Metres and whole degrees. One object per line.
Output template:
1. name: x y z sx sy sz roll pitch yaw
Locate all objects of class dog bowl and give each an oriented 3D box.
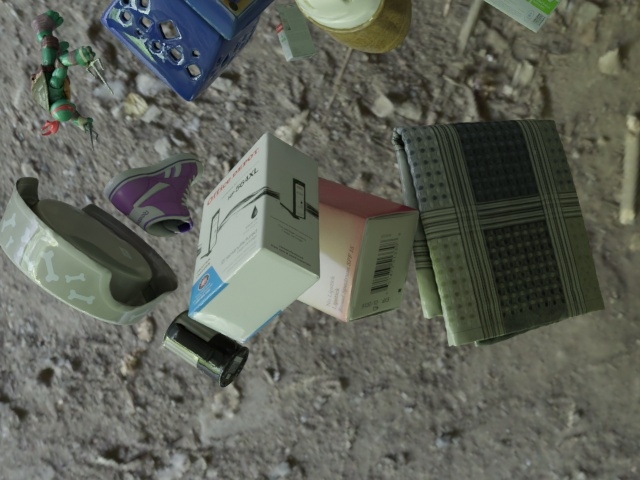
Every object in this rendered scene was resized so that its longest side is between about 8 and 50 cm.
1. dog bowl: -0.434 0.026 1.547 0.349 0.349 0.102 33 98 -35

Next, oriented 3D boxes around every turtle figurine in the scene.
1. turtle figurine: -0.449 -0.279 1.465 0.118 0.234 0.175 -8 149 -31

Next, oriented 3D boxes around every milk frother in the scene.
1. milk frother: -0.188 0.160 1.484 0.143 0.135 0.129 -52 161 -21

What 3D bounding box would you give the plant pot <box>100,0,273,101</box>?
1. plant pot: -0.233 -0.449 1.585 0.236 0.212 0.236 43 45 -10

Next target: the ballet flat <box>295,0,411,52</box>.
1. ballet flat: -0.003 -0.288 0.734 0.116 0.124 0.342 -7 132 17

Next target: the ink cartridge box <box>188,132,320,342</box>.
1. ink cartridge box: -0.076 -0.006 0.995 0.086 0.203 0.148 29 127 -27

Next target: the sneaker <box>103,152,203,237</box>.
1. sneaker: -0.303 -0.082 1.725 0.102 0.161 0.282 -52 170 32

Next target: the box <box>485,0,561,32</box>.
1. box: 0.363 -0.527 1.483 0.262 0.126 0.231 8 126 -48

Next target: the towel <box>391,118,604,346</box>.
1. towel: 0.262 -0.018 1.226 0.312 0.056 0.324 -8 81 -31

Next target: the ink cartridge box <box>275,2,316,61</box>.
1. ink cartridge box: -0.057 -0.433 1.736 0.063 0.029 0.115 -18 88 -34

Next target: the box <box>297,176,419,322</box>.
1. box: 0.000 0.000 1.169 0.127 0.232 0.148 -9 114 -49
